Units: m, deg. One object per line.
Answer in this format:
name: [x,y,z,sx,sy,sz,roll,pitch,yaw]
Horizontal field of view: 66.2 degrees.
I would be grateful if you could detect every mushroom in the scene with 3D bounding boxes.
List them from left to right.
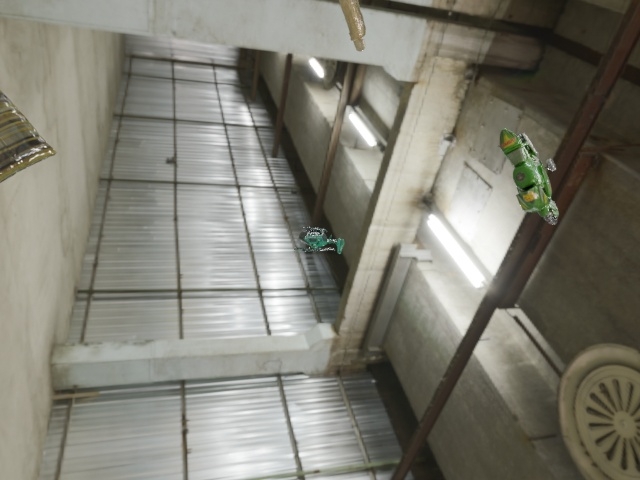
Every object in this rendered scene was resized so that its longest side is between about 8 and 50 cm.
mushroom: [0.035,-0.339,0.636,0.187,0.061,0.060,61,22,-47]

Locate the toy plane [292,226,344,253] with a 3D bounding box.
toy plane: [0.000,0.000,1.836,0.060,0.234,0.096,10,-85,54]

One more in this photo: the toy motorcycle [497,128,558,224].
toy motorcycle: [0.394,-0.118,0.926,0.074,0.106,0.190,-29,-109,42]

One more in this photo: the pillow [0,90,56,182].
pillow: [-0.506,-0.176,0.734,0.203,0.113,0.038,46,-25,6]
